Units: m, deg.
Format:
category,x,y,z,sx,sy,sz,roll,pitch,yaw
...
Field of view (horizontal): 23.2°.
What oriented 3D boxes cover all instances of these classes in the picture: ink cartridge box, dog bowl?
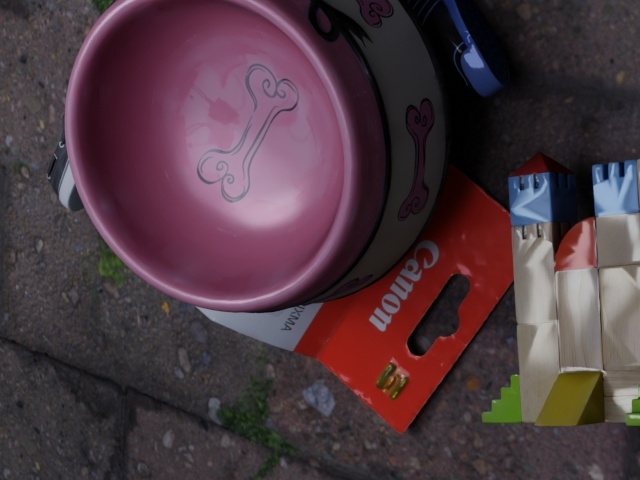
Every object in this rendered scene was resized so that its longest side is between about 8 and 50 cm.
category,x,y,z,sx,sy,sz,roll,pitch,yaw
ink cartridge box,0.000,0.000,1.698,0.385,0.091,0.308,41,121,14
dog bowl,-0.082,-0.108,1.573,0.408,0.150,0.408,9,111,25

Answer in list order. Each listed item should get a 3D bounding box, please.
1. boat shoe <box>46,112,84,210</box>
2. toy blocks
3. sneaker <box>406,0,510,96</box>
category,x,y,z,sx,sy,sz,roll,pitch,yaw
boat shoe,-0.297,-0.143,1.987,0.076,0.080,0.228,44,133,23
toy blocks,0.323,0.035,1.438,0.381,0.191,0.261,-6,85,42
sneaker,0.107,-0.228,1.599,0.090,0.081,0.232,-38,65,23
